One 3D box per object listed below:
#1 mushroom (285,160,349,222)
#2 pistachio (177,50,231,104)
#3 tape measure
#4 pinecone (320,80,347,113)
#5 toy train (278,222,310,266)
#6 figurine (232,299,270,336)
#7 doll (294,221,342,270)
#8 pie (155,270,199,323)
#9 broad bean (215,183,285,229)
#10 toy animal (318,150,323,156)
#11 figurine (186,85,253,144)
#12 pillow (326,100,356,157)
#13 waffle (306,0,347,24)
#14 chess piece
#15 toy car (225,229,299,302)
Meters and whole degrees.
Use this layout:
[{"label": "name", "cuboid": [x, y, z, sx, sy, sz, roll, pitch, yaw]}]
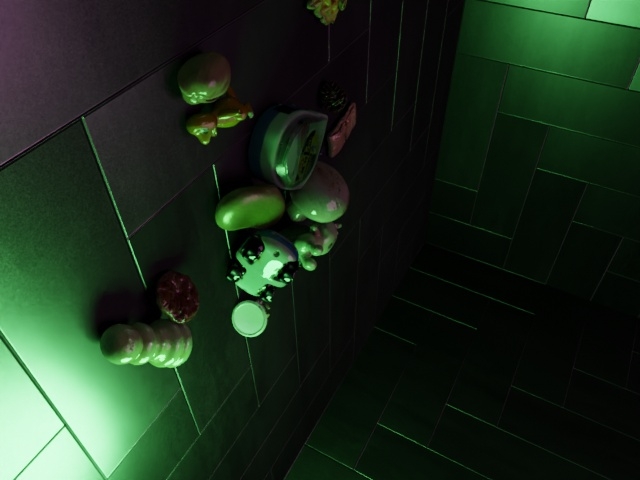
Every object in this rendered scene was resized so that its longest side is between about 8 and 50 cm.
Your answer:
[{"label": "mushroom", "cuboid": [-0.025, -0.153, 1.920, 0.243, 0.243, 0.244, -51, 153, -40]}, {"label": "pistachio", "cuboid": [-0.269, -0.379, 1.262, 0.113, 0.113, 0.149, 82, 20, -52]}, {"label": "tape measure", "cuboid": [-0.102, -0.294, 1.691, 0.262, 0.138, 0.259, -14, 121, -65]}, {"label": "pinecone", "cuboid": [0.048, -0.512, 1.923, 0.102, 0.102, 0.109, -53, 144, -36]}, {"label": "toy train", "cuboid": [-0.121, 0.038, 1.999, 0.269, 0.115, 0.155, -33, 130, -57]}, {"label": "figurine", "cuboid": [-0.231, 0.265, 1.937, 0.153, 0.132, 0.132, -23, 131, -78]}, {"label": "doll", "cuboid": [-0.013, -0.004, 1.949, 0.275, 0.113, 0.155, -49, 160, -57]}, {"label": "pie", "cuboid": [-0.383, 0.152, 1.458, 0.154, 0.036, 0.155, 42, 39, -46]}, {"label": "broad bean", "cuboid": [-0.203, -0.097, 1.619, 0.189, 0.121, 0.263, -41, 170, 28]}, {"label": "toy animal", "cuboid": [-0.051, -0.317, 1.930, 0.217, 0.041, 0.075, -26, 139, -55]}, {"label": "figurine", "cuboid": [-0.265, -0.324, 1.351, 0.176, 0.121, 0.122, -42, 119, -34]}, {"label": "pillow", "cuboid": [0.090, -0.441, 2.162, 0.233, 0.043, 0.126, -59, 162, -31]}, {"label": "waffle", "cuboid": [0.037, -0.805, 1.671, 0.250, 0.056, 0.261, -18, 128, -64]}, {"label": "chess piece", "cuboid": [-0.449, 0.261, 1.382, 0.243, 0.133, 0.133, 21, 90, -65]}, {"label": "toy car", "cuboid": [-0.175, 0.061, 1.741, 0.255, 0.188, 0.190, -48, -166, 40]}]
